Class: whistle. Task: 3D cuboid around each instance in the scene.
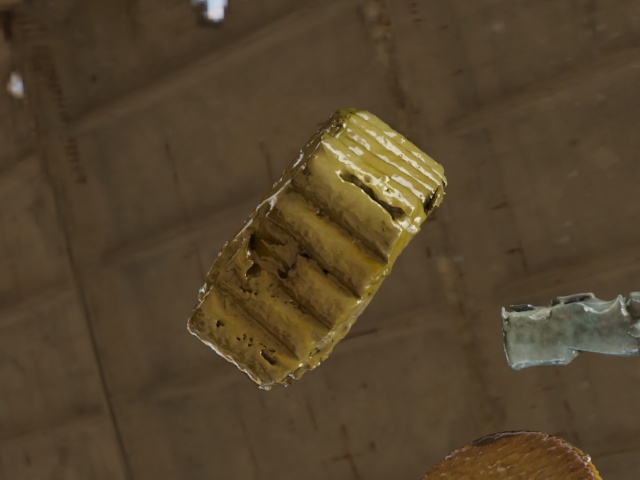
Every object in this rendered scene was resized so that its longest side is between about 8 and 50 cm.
[{"bbox_3d":[0.333,0.058,1.205,0.346,0.142,0.133,-8,-66,12],"label":"whistle"}]

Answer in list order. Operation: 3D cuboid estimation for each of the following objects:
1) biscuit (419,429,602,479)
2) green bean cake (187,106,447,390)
[{"bbox_3d":[0.192,0.348,1.549,0.305,0.038,0.305,-27,-142,23],"label":"biscuit"},{"bbox_3d":[0.000,0.000,1.206,0.131,0.229,0.224,38,-74,1],"label":"green bean cake"}]
